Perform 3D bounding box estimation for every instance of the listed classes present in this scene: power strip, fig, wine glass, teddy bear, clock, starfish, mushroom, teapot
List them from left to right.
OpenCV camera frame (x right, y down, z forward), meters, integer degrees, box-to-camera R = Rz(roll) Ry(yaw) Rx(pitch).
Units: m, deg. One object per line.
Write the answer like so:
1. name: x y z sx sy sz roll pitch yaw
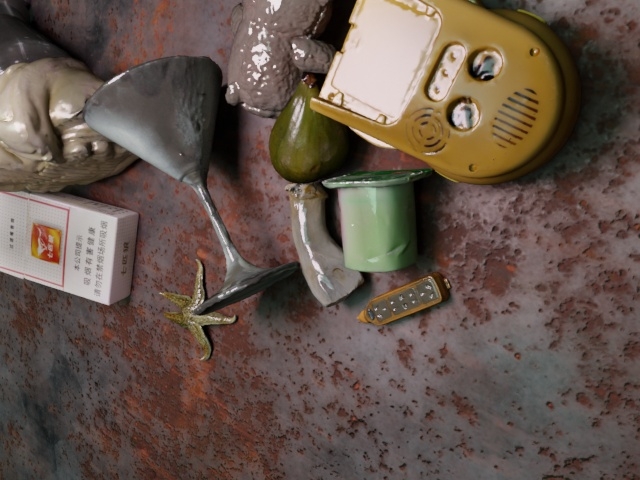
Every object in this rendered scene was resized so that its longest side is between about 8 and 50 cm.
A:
1. teapot: -0.735 -0.413 1.371 0.344 0.253 0.300 53 152 26
2. starfish: -0.267 0.147 1.213 0.223 0.050 0.217 4 91 30
3. wine glass: -0.209 -0.089 1.019 0.267 0.267 0.406 -32 83 34
4. teddy bear: -0.068 -0.336 0.935 0.236 0.151 0.267 30 113 28
5. fig: -0.021 -0.163 0.899 0.133 0.185 0.127 4 78 4
6. mushroom: -0.003 0.001 0.979 0.092 0.081 0.223 -29 78 40
7. power strip: 0.128 0.102 0.928 0.178 0.028 0.049 -28 80 35
8. clock: 0.178 -0.206 0.767 0.317 0.200 0.244 33 117 19

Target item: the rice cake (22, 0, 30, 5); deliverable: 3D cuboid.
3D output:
1. rice cake: -0.802 -0.605 1.485 0.270 0.055 0.049 -31 82 32

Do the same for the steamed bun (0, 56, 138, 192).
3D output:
1. steamed bun: -0.567 -0.246 1.188 0.352 0.339 0.247 -15 87 35

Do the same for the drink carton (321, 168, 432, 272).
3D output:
1. drink carton: 0.088 -0.032 0.877 0.146 0.144 0.142 4 105 35

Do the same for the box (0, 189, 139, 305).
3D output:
1. box: -0.598 0.002 1.336 0.330 0.095 0.210 15 105 15
